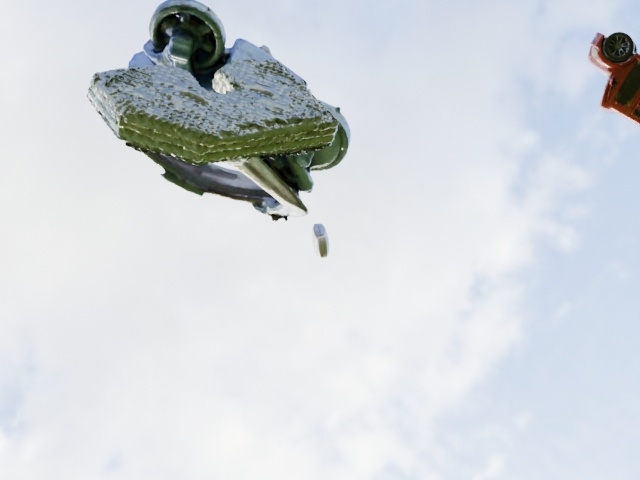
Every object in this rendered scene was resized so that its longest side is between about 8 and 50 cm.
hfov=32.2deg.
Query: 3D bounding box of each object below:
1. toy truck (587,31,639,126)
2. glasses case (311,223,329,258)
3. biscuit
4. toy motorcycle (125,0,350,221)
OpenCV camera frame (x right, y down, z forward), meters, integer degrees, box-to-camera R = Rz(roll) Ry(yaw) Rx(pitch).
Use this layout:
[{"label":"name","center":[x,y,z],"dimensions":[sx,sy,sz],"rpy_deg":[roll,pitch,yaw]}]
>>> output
[{"label":"toy truck","center":[0.498,-0.211,1.637],"dimensions":[0.114,0.253,0.107],"rpy_deg":[-61,-13,13]},{"label":"glasses case","center":[0.000,0.000,1.421],"dimensions":[0.021,0.083,0.032],"rpy_deg":[-5,-75,-3]},{"label":"biscuit","center":[-0.114,-0.144,1.209],"dimensions":[0.250,0.147,0.046],"rpy_deg":[-11,-44,-35]},{"label":"toy motorcycle","center":[-0.129,-0.149,1.438],"dimensions":[0.319,0.182,0.241],"rpy_deg":[37,-75,-21]}]
